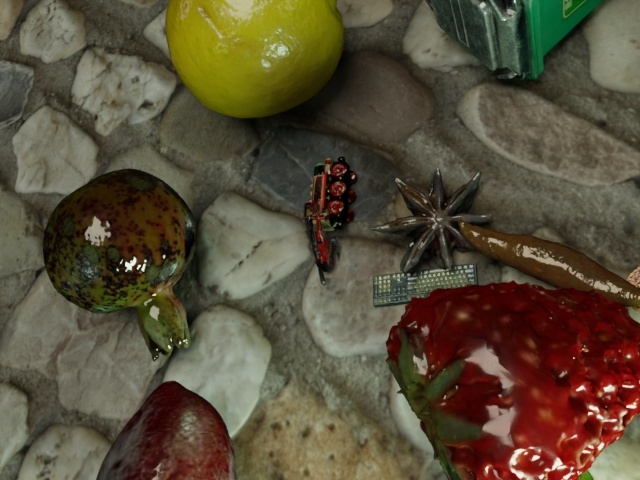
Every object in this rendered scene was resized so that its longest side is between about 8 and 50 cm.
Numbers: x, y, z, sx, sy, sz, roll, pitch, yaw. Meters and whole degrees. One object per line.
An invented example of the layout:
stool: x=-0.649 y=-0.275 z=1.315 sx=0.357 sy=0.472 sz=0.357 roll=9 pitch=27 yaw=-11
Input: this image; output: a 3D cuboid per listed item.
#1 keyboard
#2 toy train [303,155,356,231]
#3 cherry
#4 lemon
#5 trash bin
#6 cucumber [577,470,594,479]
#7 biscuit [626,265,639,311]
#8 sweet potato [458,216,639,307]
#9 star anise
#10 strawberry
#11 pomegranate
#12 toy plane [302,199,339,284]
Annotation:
keyboard: x=0.171 y=0.074 z=1.238 sx=0.176 sy=0.014 sz=0.055 roll=-8 pitch=63 yaw=20
toy train: x=0.016 y=-0.084 z=1.349 sx=0.087 sy=0.050 sz=0.138 roll=-5 pitch=67 yaw=25
cherry: x=-0.240 y=0.365 z=1.183 sx=0.230 sy=0.203 sz=0.300 roll=-39 pitch=39 yaw=47
lemon: x=-0.122 y=-0.388 z=1.379 sx=0.347 sy=0.348 sz=0.348 roll=-9 pitch=66 yaw=20
trash bin: x=0.365 y=-0.496 z=1.260 sx=0.381 sy=0.259 sz=0.295 roll=-38 pitch=59 yaw=-2
cucumber: x=0.347 y=0.420 z=0.997 sx=0.056 sy=0.056 sz=0.250 roll=-1 pitch=68 yaw=24
biscuit: x=0.488 y=0.077 z=1.095 sx=0.078 sy=0.015 sz=0.091 roll=-35 pitch=59 yaw=10
sweet potato: x=0.352 y=0.032 z=1.138 sx=0.314 sy=0.066 sz=0.072 roll=28 pitch=49 yaw=24
star anise: x=0.183 y=-0.034 z=1.240 sx=0.180 sy=0.061 sz=0.205 roll=18 pitch=76 yaw=8
strawberry: x=0.287 y=0.177 z=1.007 sx=0.345 sy=0.295 sz=0.317 roll=-23 pitch=32 yaw=-7
pomegranate: x=-0.331 y=0.050 z=1.348 sx=0.285 sy=0.285 sz=0.341 roll=-31 pitch=86 yaw=9
toy plane: x=0.000 y=0.000 z=1.293 sx=0.037 sy=0.060 sz=0.145 roll=-1 pitch=107 yaw=26
